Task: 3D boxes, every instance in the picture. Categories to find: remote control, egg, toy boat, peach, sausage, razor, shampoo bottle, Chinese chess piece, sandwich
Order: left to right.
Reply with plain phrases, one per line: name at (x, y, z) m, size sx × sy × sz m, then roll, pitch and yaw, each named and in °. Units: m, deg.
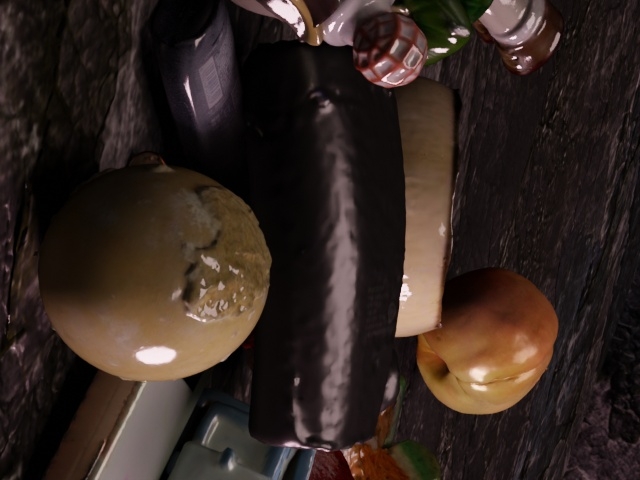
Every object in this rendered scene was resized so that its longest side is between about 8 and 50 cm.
remote control at (-0.146, 0.134, 1.579) m, size 0.344 × 0.050 × 0.145 m, roll -63°, pitch 162°, yaw -17°
egg at (-0.115, 0.023, 1.437) m, size 0.201 × 0.164 × 0.164 m, roll 7°, pitch 98°, yaw -68°
sausage at (-0.124, -0.039, 1.575) m, size 0.107 × 0.031 × 0.031 m, roll 57°, pitch 51°, yaw -69°
toy boat at (-0.118, 0.284, 1.650) m, size 0.133 × 0.145 × 0.332 m, roll 92°, pitch 23°, yaw -72°
shampoo bottle at (-0.087, -0.107, 1.596) m, size 0.233 × 0.049 × 0.087 m, roll 78°, pitch 28°, yaw -55°
razor at (0.004, 0.002, 1.621) m, size 0.189 × 0.107 × 0.327 m, roll -10°, pitch 100°, yaw -68°
sandwich at (0.046, 0.245, 2.112) m, size 0.301 × 0.162 × 0.250 m, roll 41°, pitch 61°, yaw -73°
Chinese chess piece at (0.077, -0.034, 1.953) m, size 0.257 × 0.104 × 0.257 m, roll 4°, pitch 90°, yaw -88°
peach at (0.206, 0.121, 2.475) m, size 0.184 × 0.184 × 0.184 m, roll 15°, pitch 90°, yaw -72°

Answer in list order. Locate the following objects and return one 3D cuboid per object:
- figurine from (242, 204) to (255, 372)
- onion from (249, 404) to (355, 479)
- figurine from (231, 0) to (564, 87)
figurine at (-0.028, 0.073, 1.797) m, size 0.185 × 0.127 × 0.234 m, roll -41°, pitch 144°, yaw -59°
onion at (-0.032, 0.231, 1.811) m, size 0.159 × 0.195 × 0.159 m, roll 5°, pitch 90°, yaw -68°
figurine at (0.037, -0.223, 1.527) m, size 0.370 × 0.281 × 0.167 m, roll 19°, pitch 119°, yaw -40°
